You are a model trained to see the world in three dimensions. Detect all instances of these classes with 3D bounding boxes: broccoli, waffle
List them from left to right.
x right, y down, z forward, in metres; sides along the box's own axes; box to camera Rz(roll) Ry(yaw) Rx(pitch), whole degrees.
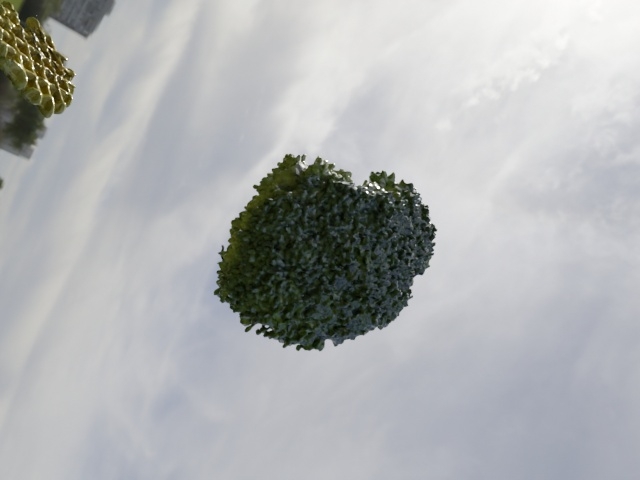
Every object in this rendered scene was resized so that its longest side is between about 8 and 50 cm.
[{"bbox_3d":[-0.646,-0.403,1.328,0.056,0.261,0.250,-21,-148,11],"label":"waffle"},{"bbox_3d":[0.005,-0.012,0.907,0.302,0.375,0.249,38,-37,42],"label":"broccoli"}]
